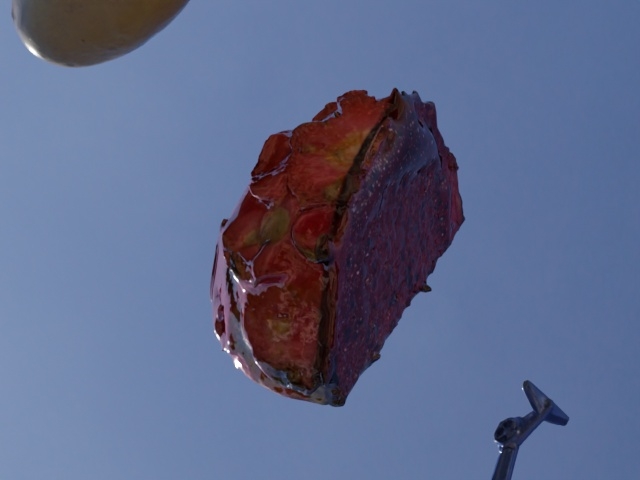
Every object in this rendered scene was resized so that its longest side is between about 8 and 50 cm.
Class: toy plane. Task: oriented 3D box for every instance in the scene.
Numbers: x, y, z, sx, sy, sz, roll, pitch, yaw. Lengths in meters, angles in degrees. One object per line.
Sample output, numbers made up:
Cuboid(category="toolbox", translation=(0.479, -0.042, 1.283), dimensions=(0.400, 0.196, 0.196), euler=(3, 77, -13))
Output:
Cuboid(category="toy plane", translation=(0.075, 0.146, 0.698), dimensions=(0.062, 0.054, 0.167), euler=(-12, -133, 47))

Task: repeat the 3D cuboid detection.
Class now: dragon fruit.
Cuboid(category="dragon fruit", translation=(0.000, 0.000, 1.023), dimensions=(0.189, 0.163, 0.262), euler=(-24, -162, 33))

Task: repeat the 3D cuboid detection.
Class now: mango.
Cuboid(category="mango", translation=(-0.162, -0.208, 1.117), dimensions=(0.195, 0.137, 0.098), euler=(-40, -149, 34))
